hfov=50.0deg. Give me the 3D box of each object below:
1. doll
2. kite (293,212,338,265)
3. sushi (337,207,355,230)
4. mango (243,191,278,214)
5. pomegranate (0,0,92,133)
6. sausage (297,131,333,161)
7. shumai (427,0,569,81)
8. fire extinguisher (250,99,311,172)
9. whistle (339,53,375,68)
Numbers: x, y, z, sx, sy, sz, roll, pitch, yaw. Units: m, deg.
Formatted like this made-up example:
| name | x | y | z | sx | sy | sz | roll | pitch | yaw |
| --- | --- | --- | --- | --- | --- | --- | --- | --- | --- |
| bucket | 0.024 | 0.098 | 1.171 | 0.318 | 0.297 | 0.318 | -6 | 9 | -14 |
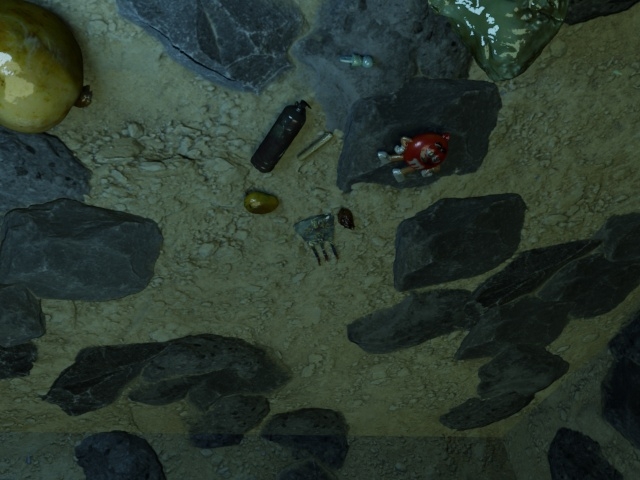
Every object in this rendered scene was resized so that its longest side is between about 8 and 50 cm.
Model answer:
| name | x | y | z | sx | sy | sz | roll | pitch | yaw |
| --- | --- | --- | --- | --- | --- | --- | --- | --- | --- |
| doll | 0.304 | -0.256 | 2.095 | 0.217 | 0.085 | 0.183 | -22 | 139 | 23 |
| kite | 0.000 | -0.001 | 2.351 | 0.141 | 0.015 | 0.245 | -16 | 136 | 4 |
| sushi | 0.085 | -0.068 | 2.274 | 0.050 | 0.047 | 0.099 | -27 | 136 | 20 |
| mango | -0.184 | -0.117 | 2.141 | 0.114 | 0.057 | 0.079 | -2 | 135 | -26 |
| pomegranate | -0.667 | -0.387 | 1.520 | 0.307 | 0.307 | 0.307 | -8 | 139 | -7 |
| sausage | -0.017 | -0.275 | 2.028 | 0.132 | 0.024 | 0.024 | -35 | 135 | 22 |
| shumai | 0.380 | -0.553 | 1.600 | 0.289 | 0.292 | 0.329 | 4 | 101 | -37 |
| fire extinguisher | -0.104 | -0.296 | 1.929 | 0.072 | 0.089 | 0.267 | 17 | 131 | -28 |
| whistle | 0.099 | -0.476 | 1.822 | 0.100 | 0.035 | 0.035 | 2 | 137 | -16 |
